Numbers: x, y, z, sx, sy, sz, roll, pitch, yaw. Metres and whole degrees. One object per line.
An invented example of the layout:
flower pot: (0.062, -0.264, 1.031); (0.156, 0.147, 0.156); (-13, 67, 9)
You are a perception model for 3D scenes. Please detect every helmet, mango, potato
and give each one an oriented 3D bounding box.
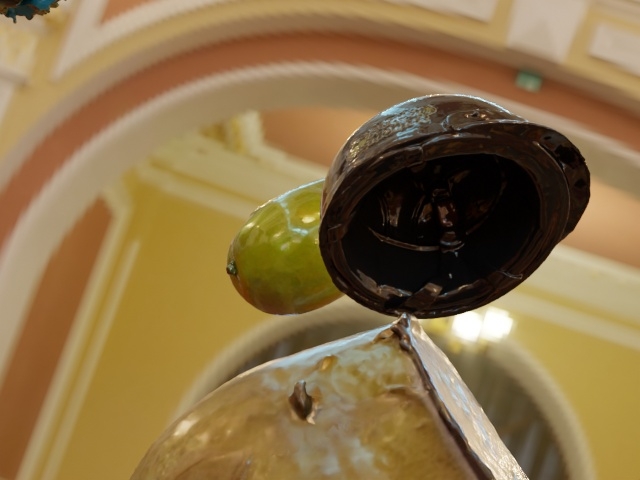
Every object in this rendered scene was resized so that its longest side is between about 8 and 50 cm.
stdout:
helmet: (0.123, -0.057, 1.889); (0.230, 0.279, 0.160); (51, 14, -35)
mango: (-0.007, 0.005, 2.344); (0.149, 0.185, 0.273); (54, 32, 5)
potato: (0.031, 0.256, 1.459); (0.397, 0.296, 0.290); (57, 7, -36)

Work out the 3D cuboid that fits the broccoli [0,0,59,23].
broccoli: (-0.323, -0.309, 2.013); (0.167, 0.155, 0.160); (-6, 9, -26)
